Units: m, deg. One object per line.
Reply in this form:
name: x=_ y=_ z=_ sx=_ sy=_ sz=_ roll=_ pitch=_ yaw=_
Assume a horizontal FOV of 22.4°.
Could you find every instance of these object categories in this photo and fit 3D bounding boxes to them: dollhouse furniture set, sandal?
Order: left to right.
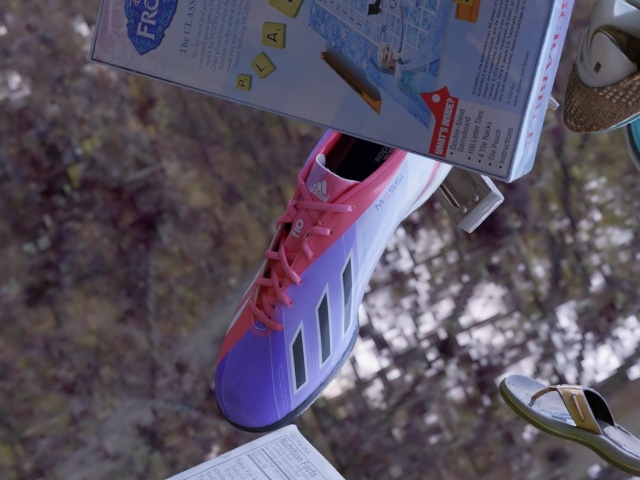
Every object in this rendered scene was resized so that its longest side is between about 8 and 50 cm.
dollhouse furniture set: x=0.132 y=-0.123 z=1.565 sx=0.123 sy=0.151 sz=0.144 roll=28 pitch=23 yaw=-46
sandal: x=0.262 y=0.172 z=1.578 sx=0.180 sy=0.072 sz=0.049 roll=28 pitch=-67 yaw=21

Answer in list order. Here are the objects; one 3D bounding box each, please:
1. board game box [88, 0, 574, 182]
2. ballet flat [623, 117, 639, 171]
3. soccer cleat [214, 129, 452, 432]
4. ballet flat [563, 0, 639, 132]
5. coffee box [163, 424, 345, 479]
board game box: x=0.023 y=-0.234 z=1.073 sx=0.318 sy=0.066 sz=0.319 roll=18 pitch=-75 yaw=17
ballet flat: x=0.329 y=-0.126 z=1.561 sx=0.086 sy=0.086 sz=0.248 roll=90 pitch=0 yaw=-50
soccer cleat: x=0.000 y=0.000 z=1.270 sx=0.108 sy=0.318 sz=0.116 roll=28 pitch=-8 yaw=28
ballet flat: x=0.186 y=-0.121 z=0.861 sx=0.206 sy=0.067 sz=0.073 roll=-33 pitch=-139 yaw=47
coffee box: x=-0.073 y=0.440 z=1.470 sx=0.338 sy=0.334 sz=0.337 roll=43 pitch=-41 yaw=35
